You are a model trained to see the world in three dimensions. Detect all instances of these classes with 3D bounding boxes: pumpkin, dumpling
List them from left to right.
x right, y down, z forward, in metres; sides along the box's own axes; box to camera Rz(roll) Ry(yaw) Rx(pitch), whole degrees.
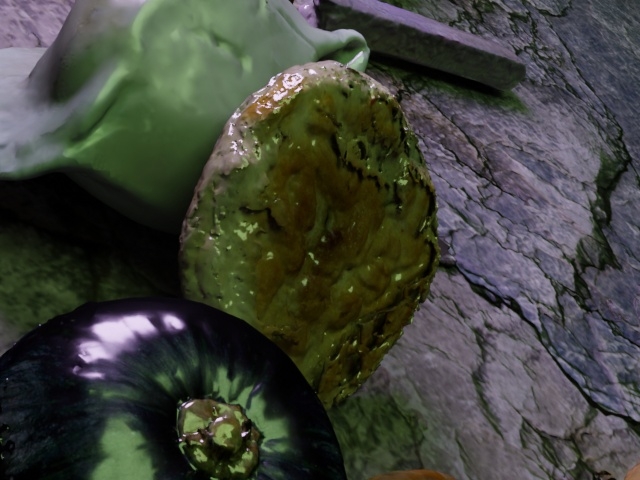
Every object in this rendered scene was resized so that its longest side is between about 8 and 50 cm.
[{"bbox_3d":[-0.088,0.142,0.577,0.233,0.163,0.233,24,37,-20],"label":"pumpkin"},{"bbox_3d":[-0.111,-0.138,0.855,0.321,0.212,0.270,20,33,-46],"label":"dumpling"}]

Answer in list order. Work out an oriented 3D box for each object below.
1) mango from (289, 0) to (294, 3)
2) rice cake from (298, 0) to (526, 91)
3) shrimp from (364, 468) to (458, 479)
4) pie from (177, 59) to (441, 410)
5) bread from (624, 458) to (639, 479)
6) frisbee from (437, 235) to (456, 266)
[{"bbox_3d":[-0.097,-0.279,1.124,0.146,0.129,0.289,26,43,-23],"label":"mango"},{"bbox_3d":[0.129,-0.266,1.387,0.399,0.064,0.070,8,34,-40],"label":"rice cake"},{"bbox_3d":[0.054,0.230,0.733,0.236,0.053,0.133,8,64,-45],"label":"shrimp"},{"bbox_3d":[0.000,0.000,0.797,0.274,0.055,0.274,-6,98,-47],"label":"pie"},{"bbox_3d":[0.338,0.281,0.865,0.244,0.134,0.244,24,38,-20],"label":"bread"},{"bbox_3d":[0.065,-0.007,1.054,0.187,0.012,0.211,22,36,-27],"label":"frisbee"}]
